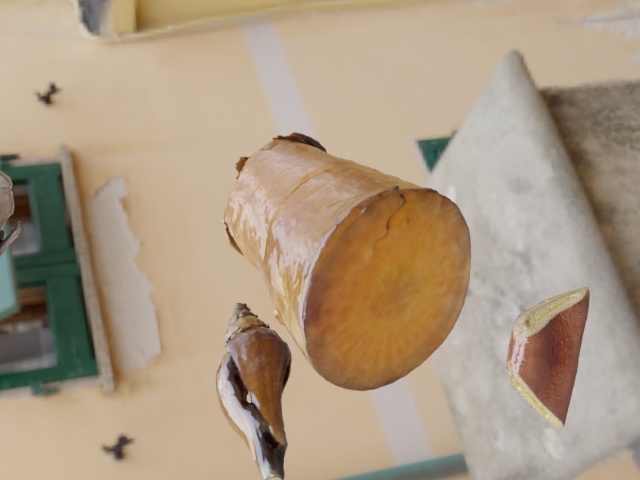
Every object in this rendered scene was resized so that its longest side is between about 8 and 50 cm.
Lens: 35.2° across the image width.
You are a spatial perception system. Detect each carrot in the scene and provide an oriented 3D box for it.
[{"bbox_3d":[0.000,0.000,0.958,0.254,0.196,0.196,35,131,51],"label":"carrot"}]

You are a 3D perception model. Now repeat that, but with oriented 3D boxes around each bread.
[{"bbox_3d":[0.289,0.146,1.316,0.067,0.119,0.192,18,96,59],"label":"bread"}]

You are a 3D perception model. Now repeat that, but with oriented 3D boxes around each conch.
[{"bbox_3d":[-0.078,0.159,1.151,0.233,0.086,0.080,-85,-19,-48],"label":"conch"}]

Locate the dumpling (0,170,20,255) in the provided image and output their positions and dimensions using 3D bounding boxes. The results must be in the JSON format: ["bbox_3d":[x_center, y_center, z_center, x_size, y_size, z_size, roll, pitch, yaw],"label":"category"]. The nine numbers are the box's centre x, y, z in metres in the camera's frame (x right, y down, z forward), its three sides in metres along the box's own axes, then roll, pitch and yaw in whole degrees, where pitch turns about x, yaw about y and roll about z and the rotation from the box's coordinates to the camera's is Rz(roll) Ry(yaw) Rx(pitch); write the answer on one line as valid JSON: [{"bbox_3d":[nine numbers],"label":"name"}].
[{"bbox_3d":[-0.417,0.007,0.893,0.204,0.293,0.163,56,169,-31],"label":"dumpling"}]
